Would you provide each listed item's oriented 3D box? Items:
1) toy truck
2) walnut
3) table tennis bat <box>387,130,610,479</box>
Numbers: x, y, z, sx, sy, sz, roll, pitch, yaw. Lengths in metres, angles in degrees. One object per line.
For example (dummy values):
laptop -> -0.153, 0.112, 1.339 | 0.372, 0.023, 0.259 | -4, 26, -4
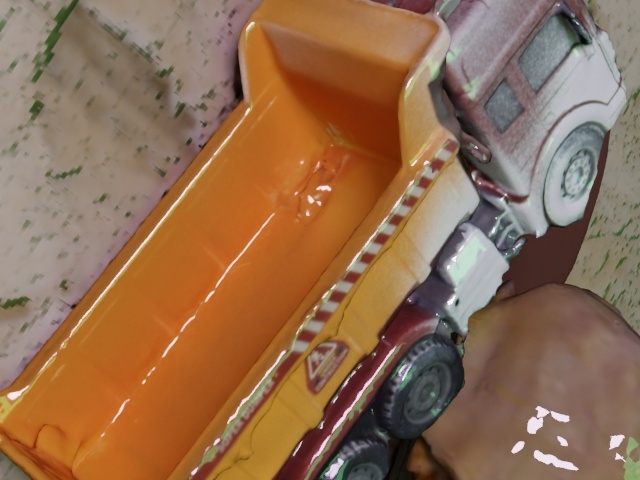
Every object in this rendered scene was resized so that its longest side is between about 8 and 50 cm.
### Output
toy truck -> 0.000, 0.000, 0.456 | 0.270, 0.114, 0.135 | -53, 138, -12
walnut -> 0.122, 0.149, 0.581 | 0.204, 0.141, 0.238 | -55, 146, -8
table tennis bat -> 0.084, 0.011, 0.602 | 0.138, 0.022, 0.246 | 20, 89, -44
